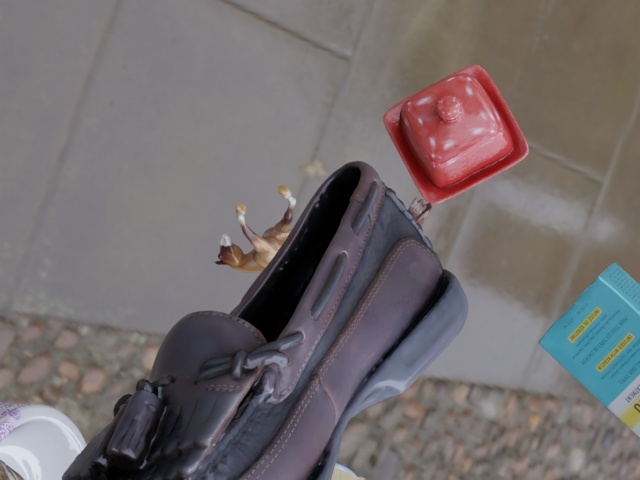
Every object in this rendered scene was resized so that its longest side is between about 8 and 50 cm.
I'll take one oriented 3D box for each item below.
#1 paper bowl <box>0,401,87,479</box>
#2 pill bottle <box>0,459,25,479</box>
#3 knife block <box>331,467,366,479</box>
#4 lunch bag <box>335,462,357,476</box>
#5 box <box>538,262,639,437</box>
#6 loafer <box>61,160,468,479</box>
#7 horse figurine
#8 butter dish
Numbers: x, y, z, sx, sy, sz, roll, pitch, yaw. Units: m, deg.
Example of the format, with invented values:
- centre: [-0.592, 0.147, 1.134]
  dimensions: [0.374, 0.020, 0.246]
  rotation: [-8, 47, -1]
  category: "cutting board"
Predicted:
- centre: [-0.427, 0.352, 1.738]
  dimensions: [0.284, 0.148, 0.284]
  rotation: [0, 90, -66]
  category: "paper bowl"
- centre: [-0.378, 0.257, 1.331]
  dimensions: [0.131, 0.131, 0.229]
  rotation: [-55, 159, -15]
  category: "pill bottle"
- centre: [-0.036, 0.342, 1.292]
  dimensions: [0.088, 0.275, 0.242]
  rotation: [29, 58, -34]
  category: "knife block"
- centre: [-0.086, 0.371, 1.695]
  dimensions: [0.303, 0.243, 0.115]
  rotation: [107, -8, -50]
  category: "lunch bag"
- centre: [0.338, 0.143, 1.305]
  dimensions: [0.100, 0.244, 0.060]
  rotation: [-53, 167, 28]
  category: "box"
- centre: [-0.036, 0.057, 0.567]
  dimensions: [0.302, 0.109, 0.095]
  rotation: [-39, 108, -53]
  category: "loafer"
- centre: [0.000, 0.000, 1.610]
  dimensions: [0.174, 0.263, 0.066]
  rotation: [92, -1, -56]
  category: "horse figurine"
- centre: [0.175, -0.156, 1.777]
  dimensions: [0.160, 0.160, 0.118]
  rotation: [-27, 161, 2]
  category: "butter dish"
